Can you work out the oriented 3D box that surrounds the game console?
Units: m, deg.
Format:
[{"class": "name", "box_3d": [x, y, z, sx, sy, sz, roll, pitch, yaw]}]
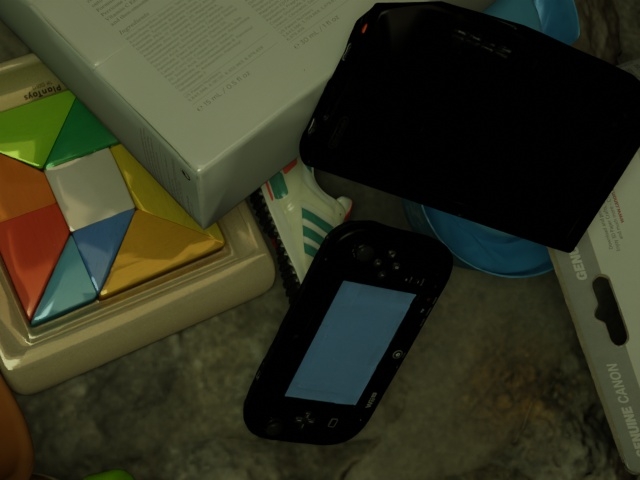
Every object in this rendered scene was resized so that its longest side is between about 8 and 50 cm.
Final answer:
[{"class": "game console", "box_3d": [0.064, 0.013, 0.722, 0.213, 0.044, 0.361, 17, 117, -19]}]

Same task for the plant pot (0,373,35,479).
[{"class": "plant pot", "box_3d": [-0.342, 0.102, 0.578, 0.203, 0.291, 0.291, -42, 95, -3]}]

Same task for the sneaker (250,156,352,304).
[{"class": "sneaker", "box_3d": [0.000, 0.000, 0.806, 0.075, 0.057, 0.161, -21, 85, -14]}]

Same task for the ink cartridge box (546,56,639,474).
[{"class": "ink cartridge box", "box_3d": [0.323, 0.000, 0.804, 0.272, 0.130, 0.309, -18, 107, 12]}]

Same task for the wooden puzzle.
[{"class": "wooden puzzle", "box_3d": [-0.171, -0.033, 0.764, 0.221, 0.044, 0.238, -23, 89, -20]}]

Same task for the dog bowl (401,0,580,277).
[{"class": "dog bowl", "box_3d": [0.137, -0.111, 0.861, 0.166, 0.074, 0.297, -2, 81, -18]}]

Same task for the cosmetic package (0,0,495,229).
[{"class": "cosmetic package", "box_3d": [-0.039, -0.230, 0.764, 0.377, 0.097, 0.284, -39, 75, -18]}]

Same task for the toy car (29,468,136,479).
[{"class": "toy car", "box_3d": [-0.205, 0.227, 0.605, 0.155, 0.188, 0.148, -15, 85, 14]}]
